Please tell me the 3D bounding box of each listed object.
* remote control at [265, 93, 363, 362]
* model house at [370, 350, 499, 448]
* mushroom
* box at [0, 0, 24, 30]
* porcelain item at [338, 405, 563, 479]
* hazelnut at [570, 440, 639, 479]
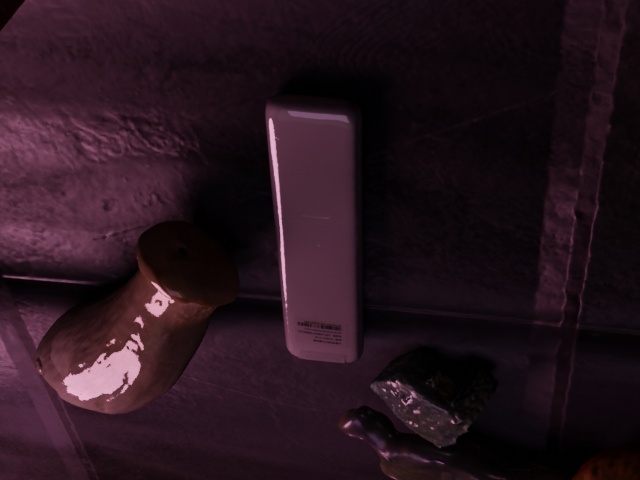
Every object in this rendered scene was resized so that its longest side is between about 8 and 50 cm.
[{"bbox_3d":[0.000,0.000,0.708,0.067,0.029,0.261,6,133,10],"label":"remote control"},{"bbox_3d":[0.094,0.125,0.791,0.083,0.066,0.078,38,146,3],"label":"model house"},{"bbox_3d":[-0.152,0.077,0.779,0.096,0.108,0.247,-5,156,-42],"label":"mushroom"},{"bbox_3d":[-0.152,-0.197,0.396,0.074,0.239,0.153,2,134,14],"label":"box"},{"bbox_3d":[0.111,0.205,0.848,0.216,0.069,0.081,26,147,-12],"label":"porcelain item"},{"bbox_3d":[0.286,0.248,0.787,0.182,0.182,0.182,8,136,8],"label":"hazelnut"}]
